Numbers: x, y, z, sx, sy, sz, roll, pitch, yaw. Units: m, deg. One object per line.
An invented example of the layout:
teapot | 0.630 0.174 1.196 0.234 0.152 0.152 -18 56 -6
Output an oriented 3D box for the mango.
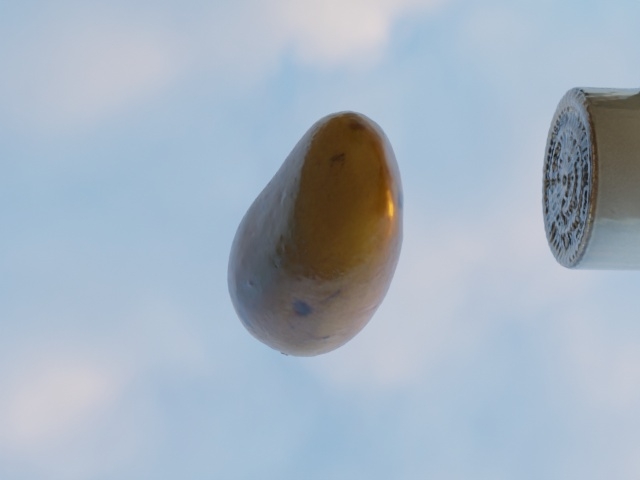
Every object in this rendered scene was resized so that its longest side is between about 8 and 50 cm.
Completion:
mango | 0.001 0.003 1.220 0.090 0.178 0.115 -2 -127 -37

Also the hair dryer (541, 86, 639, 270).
hair dryer | 0.228 -0.159 1.108 0.173 0.107 0.357 1 -88 -11
